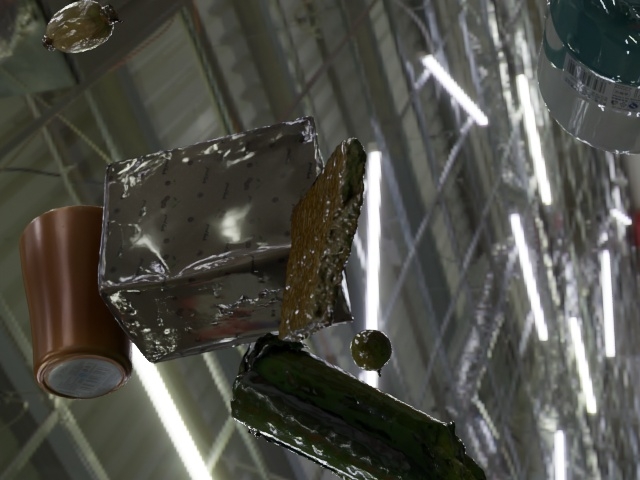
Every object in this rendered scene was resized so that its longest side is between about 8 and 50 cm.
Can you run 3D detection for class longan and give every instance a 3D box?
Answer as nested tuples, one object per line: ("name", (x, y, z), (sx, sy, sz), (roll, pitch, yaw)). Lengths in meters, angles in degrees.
("longan", (0.087, 0.188, 1.508), (0.075, 0.075, 0.083), (-39, -67, -60))

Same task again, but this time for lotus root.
("lotus root", (-0.366, -0.330, 1.397), (0.073, 0.150, 0.062), (66, -151, -21))

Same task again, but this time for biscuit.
("biscuit", (0.000, 0.010, 0.737), (0.237, 0.026, 0.131), (136, 139, -74))

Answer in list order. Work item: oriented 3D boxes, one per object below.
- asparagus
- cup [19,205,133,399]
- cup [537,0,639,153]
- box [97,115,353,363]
("asparagus", (0.072, 0.240, 1.066), (0.128, 0.382, 0.108), (-62, -12, -5))
("cup", (-0.338, 0.100, 1.328), (0.226, 0.182, 0.263), (68, -173, -51))
("cup", (0.397, -0.240, 1.017), (0.257, 0.290, 0.219), (76, -150, -65))
("box", (-0.121, 0.003, 1.225), (0.190, 0.297, 0.225), (69, -170, -49))
